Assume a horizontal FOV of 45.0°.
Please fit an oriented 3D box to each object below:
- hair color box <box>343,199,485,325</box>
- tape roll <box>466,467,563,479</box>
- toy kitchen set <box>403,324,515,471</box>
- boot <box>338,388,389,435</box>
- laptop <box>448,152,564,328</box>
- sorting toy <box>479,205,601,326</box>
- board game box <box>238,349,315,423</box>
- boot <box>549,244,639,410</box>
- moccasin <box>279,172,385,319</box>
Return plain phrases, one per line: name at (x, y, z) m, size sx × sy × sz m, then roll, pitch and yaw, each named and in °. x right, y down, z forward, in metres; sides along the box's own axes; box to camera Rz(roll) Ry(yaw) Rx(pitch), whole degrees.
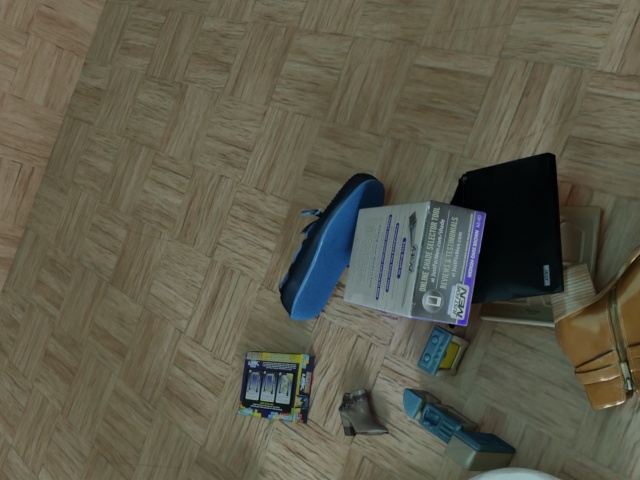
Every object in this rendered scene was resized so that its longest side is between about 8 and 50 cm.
hair color box at (0.151, 0.036, 1.341) m, size 0.339 × 0.110 × 0.185 m, roll -179°, pitch 99°, yaw -76°
tape roll at (0.295, 0.480, 1.120) m, size 0.286 × 0.100 × 0.286 m, roll -8°, pitch 65°, yaw 17°
toy kitchen set at (0.234, 0.258, 1.294) m, size 0.207 × 0.122 × 0.166 m, roll 29°, pitch 97°, yaw 43°
boot at (0.081, 0.327, 1.472) m, size 0.118 × 0.042 × 0.087 m, roll -13°, pitch 67°, yaw 40°
laptop at (0.298, 0.009, 1.300) m, size 0.136 × 0.264 × 0.234 m, roll 3°, pitch 70°, yaw 1°
sorting toy at (0.370, 0.042, 1.298) m, size 0.193 × 0.038 × 0.208 m, roll 1°, pitch 74°, yaw 43°
board game box at (-0.094, 0.307, 1.635) m, size 0.170 × 0.048 × 0.141 m, roll -3°, pitch 73°, yaw 43°
boot at (0.486, 0.115, 1.122) m, size 0.283 × 0.109 × 0.220 m, roll -20°, pitch 74°, yaw 18°
moccasin at (0.000, 0.000, 1.582) m, size 0.342 × 0.137 × 0.117 m, roll -56°, pitch 43°, yaw 13°
